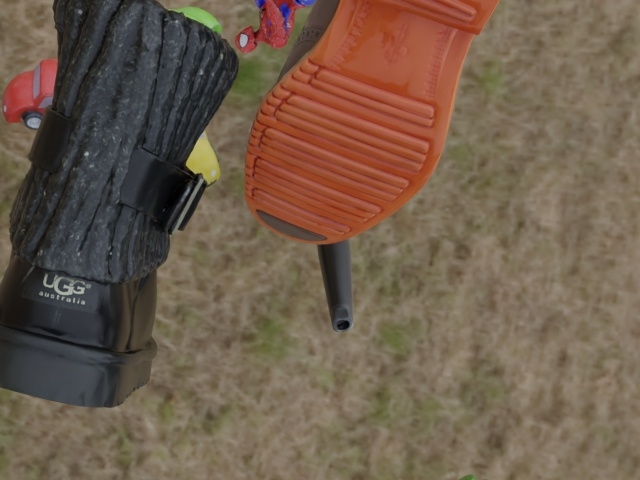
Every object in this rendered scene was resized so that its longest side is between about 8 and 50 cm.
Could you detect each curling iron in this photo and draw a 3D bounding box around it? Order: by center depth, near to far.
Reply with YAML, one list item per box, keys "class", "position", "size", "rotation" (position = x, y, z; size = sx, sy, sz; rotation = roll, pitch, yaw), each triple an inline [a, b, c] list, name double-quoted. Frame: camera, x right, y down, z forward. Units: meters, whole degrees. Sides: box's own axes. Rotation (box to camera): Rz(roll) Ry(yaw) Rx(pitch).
- class: "curling iron"
  position: [0.000, 0.000, 1.051]
  size: [0.068, 0.274, 0.035]
  rotation: [-35, 122, 10]

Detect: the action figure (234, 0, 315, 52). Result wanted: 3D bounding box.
- class: "action figure"
  position: [-0.039, -0.356, 1.555]
  size: [0.139, 0.280, 0.091]
  rotation: [29, 35, -32]

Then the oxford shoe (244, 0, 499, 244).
- class: "oxford shoe"
  position: [0.046, -0.138, 0.838]
  size: [0.130, 0.364, 0.133]
  rotation: [23, 44, -9]

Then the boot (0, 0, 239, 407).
- class: "boot"
  position: [-0.153, -0.029, 0.855]
  size: [0.131, 0.348, 0.260]
  rotation: [13, 87, -12]

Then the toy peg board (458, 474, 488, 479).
- class: "toy peg board"
  position: [0.129, 0.289, 1.092]
  size: [0.160, 0.161, 0.079]
  rotation: [-29, 95, -16]

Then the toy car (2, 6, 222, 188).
- class: "toy car"
  position: [-0.172, -0.171, 1.192]
  size: [0.225, 0.239, 0.053]
  rotation: [-59, 167, -34]
